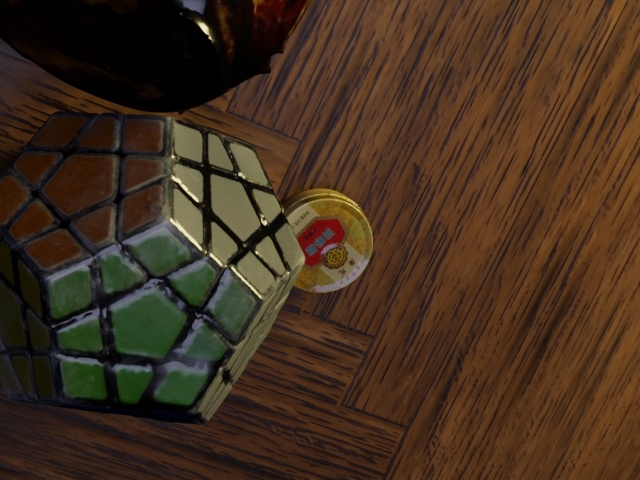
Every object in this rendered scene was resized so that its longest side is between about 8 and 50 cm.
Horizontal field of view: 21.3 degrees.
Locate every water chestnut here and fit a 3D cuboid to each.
[{"bbox_3d":[-0.133,-0.283,1.475,0.335,0.347,0.335,17,133,20],"label":"water chestnut"}]

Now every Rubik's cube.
[{"bbox_3d":[-0.175,0.028,1.570,0.319,0.319,0.264,9,81,-16],"label":"Rubik's cube"}]

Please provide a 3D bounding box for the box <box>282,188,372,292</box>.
[{"bbox_3d":[0.000,0.000,1.724,0.106,0.037,0.105,-5,112,-12],"label":"box"}]
